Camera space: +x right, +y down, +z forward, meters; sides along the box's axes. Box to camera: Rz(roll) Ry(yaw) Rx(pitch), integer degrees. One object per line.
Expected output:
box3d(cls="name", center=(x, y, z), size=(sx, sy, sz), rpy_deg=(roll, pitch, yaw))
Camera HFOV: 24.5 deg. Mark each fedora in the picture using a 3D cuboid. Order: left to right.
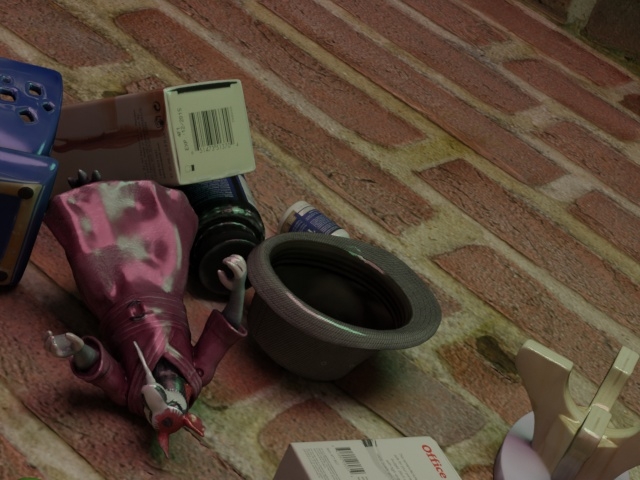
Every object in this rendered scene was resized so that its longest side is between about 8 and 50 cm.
box3d(cls="fedora", center=(0.011, 0.100, 1.941), size=(0.275, 0.124, 0.244), rpy_deg=(-1, 38, -44))

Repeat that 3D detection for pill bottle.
box3d(cls="pill bottle", center=(-0.146, -0.028, 2.041), size=(0.122, 0.123, 0.219), rpy_deg=(9, 33, -24))
box3d(cls="pill bottle", center=(0.000, 0.000, 2.153), size=(0.120, 0.067, 0.067), rpy_deg=(37, 32, 23))

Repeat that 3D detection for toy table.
box3d(cls="toy table", center=(0.341, 0.253, 1.892), size=(0.252, 0.161, 0.274), rpy_deg=(23, 29, 0))

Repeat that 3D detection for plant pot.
box3d(cls="plant pot", center=(-0.451, -0.084, 1.821), size=(0.236, 0.236, 0.212), rpy_deg=(10, 38, -23))

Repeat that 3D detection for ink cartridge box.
box3d(cls="ink cartridge box", center=(0.065, 0.306, 1.687), size=(0.203, 0.086, 0.148), rpy_deg=(3, 36, -32))

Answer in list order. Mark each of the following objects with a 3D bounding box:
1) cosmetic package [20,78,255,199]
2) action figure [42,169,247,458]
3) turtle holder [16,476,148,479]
box3d(cls="cosmetic package", center=(-0.249, -0.133, 1.976), size=(0.296, 0.129, 0.153), rpy_deg=(-5, 7, 40))
box3d(cls="action figure", center=(-0.224, 0.104, 1.769), size=(0.248, 0.276, 0.370), rpy_deg=(-7, 59, -17))
box3d(cls="turtle holder", center=(-0.174, 0.341, 1.367), size=(0.320, 0.243, 0.227), rpy_deg=(-8, -2, 28))
